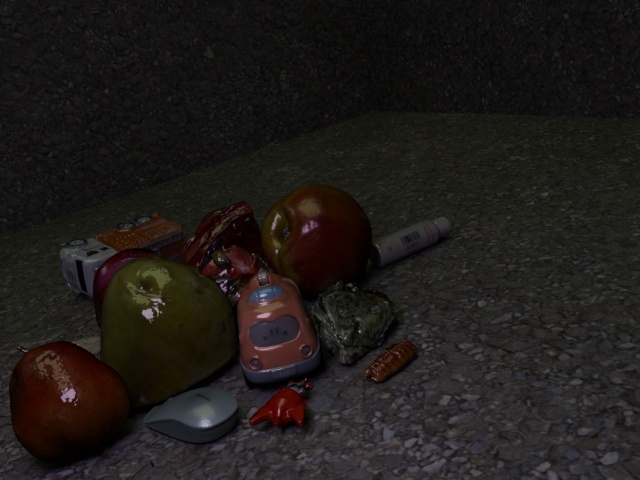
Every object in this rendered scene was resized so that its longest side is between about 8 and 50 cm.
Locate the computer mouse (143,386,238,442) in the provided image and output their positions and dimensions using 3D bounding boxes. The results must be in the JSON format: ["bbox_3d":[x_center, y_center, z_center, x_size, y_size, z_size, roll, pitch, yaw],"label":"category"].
[{"bbox_3d":[-0.262,0.342,1.474,0.231,0.079,0.128,-1,18,40],"label":"computer mouse"}]

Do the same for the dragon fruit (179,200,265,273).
[{"bbox_3d":[-0.373,0.013,2.252,0.286,0.227,0.329,-25,24,-27],"label":"dragon fruit"}]

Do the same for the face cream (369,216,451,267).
[{"bbox_3d":[0.263,-0.002,2.103,0.269,0.082,0.082,-23,21,-24],"label":"face cream"}]

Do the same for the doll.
[{"bbox_3d":[-0.065,0.318,1.434,0.109,0.057,0.169,-4,21,16],"label":"doll"}]

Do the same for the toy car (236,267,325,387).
[{"bbox_3d":[-0.104,0.183,1.607,0.181,0.212,0.270,-14,19,-3],"label":"toy car"}]

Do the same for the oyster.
[{"bbox_3d":[0.070,0.185,1.682,0.198,0.112,0.268,26,29,29],"label":"oyster"}]

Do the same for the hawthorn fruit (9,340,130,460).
[{"bbox_3d":[-0.521,0.306,1.459,0.224,0.260,0.224,-33,-3,-2],"label":"hawthorn fruit"}]

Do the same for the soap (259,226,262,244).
[{"bbox_3d":[-0.151,-0.017,2.437,0.122,0.065,0.203,0,23,33],"label":"soap"}]

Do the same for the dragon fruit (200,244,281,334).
[{"bbox_3d":[-0.204,0.130,1.797,0.147,0.282,0.211,32,58,16],"label":"dragon fruit"}]

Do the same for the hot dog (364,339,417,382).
[{"bbox_3d":[0.145,0.251,1.519,0.144,0.038,0.062,-28,25,-37],"label":"hot dog"}]

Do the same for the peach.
[{"bbox_3d":[0.000,0.000,1.960,0.308,0.307,0.332,1,-8,34],"label":"peach"}]

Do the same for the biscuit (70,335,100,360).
[{"bbox_3d":[-0.637,0.307,1.796,0.281,0.084,0.179,-25,23,-29],"label":"biscuit"}]

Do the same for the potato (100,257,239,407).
[{"bbox_3d":[-0.375,0.192,1.610,0.330,0.280,0.213,-13,12,7],"label":"potato"}]

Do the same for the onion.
[{"bbox_3d":[-0.458,0.147,1.851,0.276,0.276,0.276,-11,19,4],"label":"onion"}]

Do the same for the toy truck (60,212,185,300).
[{"bbox_3d":[-0.638,0.053,2.396,0.207,0.173,0.388,18,32,40],"label":"toy truck"}]
